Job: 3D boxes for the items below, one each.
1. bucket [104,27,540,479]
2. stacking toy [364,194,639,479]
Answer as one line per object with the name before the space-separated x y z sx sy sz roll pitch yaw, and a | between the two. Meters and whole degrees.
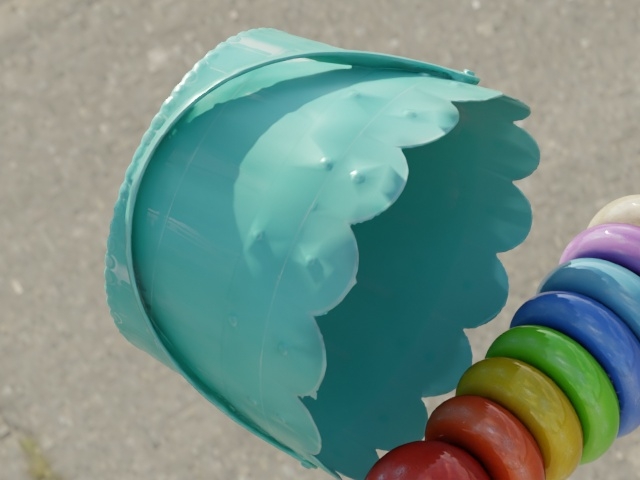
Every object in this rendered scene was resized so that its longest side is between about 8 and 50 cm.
bucket | 0.000 0.000 1.293 0.183 0.281 0.281 24 58 25
stacking toy | 0.145 0.105 1.305 0.141 0.141 0.330 20 45 41
